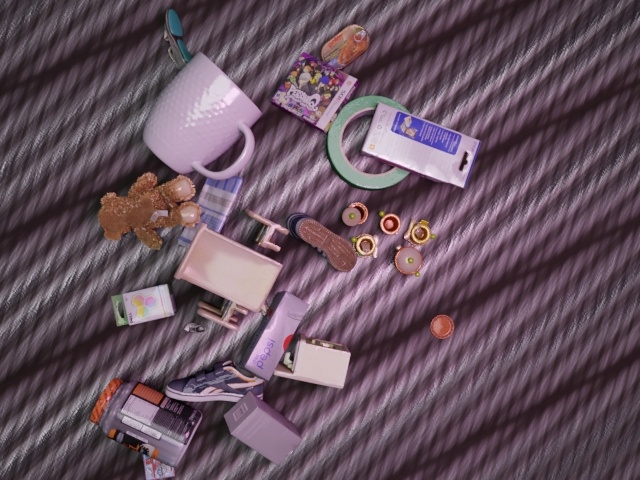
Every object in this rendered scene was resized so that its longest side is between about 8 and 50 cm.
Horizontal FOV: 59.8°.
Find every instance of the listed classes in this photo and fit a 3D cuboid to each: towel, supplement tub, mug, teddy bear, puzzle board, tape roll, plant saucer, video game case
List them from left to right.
[{"bbox_3d":[-0.563,0.582,1.805,0.316,0.193,0.193,27,87,-2],"label":"supplement tub"},{"bbox_3d":[-0.555,-0.102,1.836,0.338,0.113,0.245,-29,101,11],"label":"teddy bear"},{"bbox_3d":[-0.553,0.747,1.893,0.096,0.011,0.128,-8,90,-4],"label":"puzzle board"},{"bbox_3d":[-0.367,-0.355,1.778,0.328,0.276,0.374,-46,72,3],"label":"mug"},{"bbox_3d":[-0.368,-0.093,1.837,0.034,0.209,0.285,28,85,-39],"label":"towel"},{"bbox_3d":[-0.021,-0.506,1.897,0.232,0.042,0.210,33,86,18],"label":"video game case"},{"bbox_3d":[0.181,-0.334,1.927,0.321,0.077,0.321,0,89,-4],"label":"tape roll"},{"bbox_3d":[0.428,0.304,1.962,0.084,0.013,0.083,0,89,-3],"label":"plant saucer"}]

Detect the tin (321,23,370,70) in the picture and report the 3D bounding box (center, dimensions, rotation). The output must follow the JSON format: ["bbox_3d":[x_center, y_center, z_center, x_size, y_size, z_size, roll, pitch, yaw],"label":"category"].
[{"bbox_3d":[0.086,-0.674,1.947,0.190,0.040,0.106,-39,95,-4],"label":"tin"}]

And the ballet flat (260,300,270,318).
[{"bbox_3d":[-0.185,0.249,1.911,0.041,0.041,0.114,-29,91,-4],"label":"ballet flat"}]

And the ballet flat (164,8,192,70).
[{"bbox_3d":[-0.500,-0.681,1.897,0.068,0.072,0.213,-20,87,27],"label":"ballet flat"}]

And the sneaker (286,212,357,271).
[{"bbox_3d":[0.000,0.000,1.909,0.282,0.153,0.099,39,84,-32],"label":"sneaker"}]

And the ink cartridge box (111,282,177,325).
[{"bbox_3d":[-0.600,0.219,1.874,0.209,0.062,0.108,-12,91,-3],"label":"ink cartridge box"}]

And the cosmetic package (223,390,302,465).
[{"bbox_3d":[-0.186,0.619,1.829,0.127,0.107,0.238,-44,122,-4],"label":"cosmetic package"}]

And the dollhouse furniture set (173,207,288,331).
[{"bbox_3d":[-0.289,0.070,1.725,0.257,0.394,0.362,27,88,-12],"label":"dollhouse furniture set"}]

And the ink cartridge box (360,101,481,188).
[{"bbox_3d":[0.333,-0.314,1.866,0.371,0.069,0.175,20,87,-1],"label":"ink cartridge box"}]

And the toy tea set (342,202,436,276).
[{"bbox_3d":[0.225,-0.011,1.899,0.336,0.124,0.200,18,88,-3],"label":"toy tea set"}]

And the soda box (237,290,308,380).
[{"bbox_3d":[-0.154,0.312,1.839,0.098,0.091,0.286,35,69,-15],"label":"soda box"}]

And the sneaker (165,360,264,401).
[{"bbox_3d":[-0.347,0.464,1.856,0.321,0.126,0.127,6,94,-15],"label":"sneaker"}]

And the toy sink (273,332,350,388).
[{"bbox_3d":[-0.030,0.393,1.863,0.234,0.153,0.131,12,88,-2],"label":"toy sink"}]

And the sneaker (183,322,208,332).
[{"bbox_3d":[-0.428,0.299,1.896,0.083,0.037,0.031,-3,91,-2],"label":"sneaker"}]
